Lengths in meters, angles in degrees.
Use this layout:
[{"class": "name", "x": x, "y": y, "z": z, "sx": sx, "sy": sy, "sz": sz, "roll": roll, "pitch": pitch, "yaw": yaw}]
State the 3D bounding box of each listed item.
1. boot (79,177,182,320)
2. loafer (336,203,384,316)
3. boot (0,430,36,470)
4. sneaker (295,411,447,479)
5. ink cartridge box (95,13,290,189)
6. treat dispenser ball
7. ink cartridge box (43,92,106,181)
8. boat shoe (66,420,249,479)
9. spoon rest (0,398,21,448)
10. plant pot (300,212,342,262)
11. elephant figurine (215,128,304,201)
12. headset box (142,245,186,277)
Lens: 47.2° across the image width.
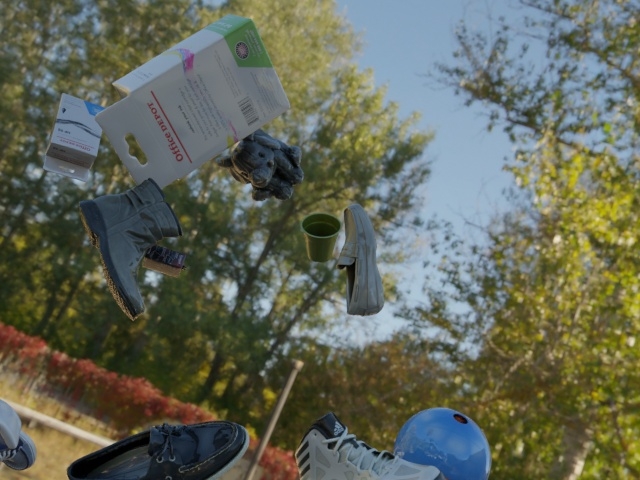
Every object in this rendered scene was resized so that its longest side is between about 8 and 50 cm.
[{"class": "boot", "x": -0.318, "y": 0.006, "z": 1.309, "sx": 0.247, "sy": 0.161, "sz": 0.083, "roll": 64, "pitch": -23, "yaw": 15}, {"class": "loafer", "x": 0.098, "y": 0.052, "z": 2.032, "sx": 0.111, "sy": 0.320, "sz": 0.112, "roll": -4, "pitch": -18, "yaw": -17}, {"class": "boot", "x": -0.538, "y": 0.344, "z": 1.213, "sx": 0.086, "sy": 0.069, "sz": 0.190, "roll": -106, "pitch": 177, "yaw": -53}, {"class": "sneaker", "x": 0.089, "y": 0.556, "z": 1.828, "sx": 0.447, "sy": 0.258, "sz": 0.169, "roll": -24, "pitch": -1, "yaw": 41}, {"class": "ink cartridge box", "x": -0.260, "y": -0.267, "z": 1.444, "sx": 0.119, "sy": 0.353, "sz": 0.207, "roll": 35, "pitch": -24, "yaw": 52}, {"class": "treat dispenser ball", "x": 0.358, "y": 0.642, "z": 2.164, "sx": 0.288, "sy": 0.288, "sz": 0.288, "roll": 23, "pitch": -13, "yaw": 5}, {"class": "ink cartridge box", "x": -0.557, "y": -0.234, "z": 1.664, "sx": 0.104, "sy": 0.180, "sz": 0.060, "roll": 17, "pitch": -34, "yaw": -26}, {"class": "boat shoe", "x": -0.303, "y": 0.392, "z": 1.338, "sx": 0.339, "sy": 0.127, "sz": 0.113, "roll": -17, "pitch": -55, "yaw": 7}, {"class": "spoon rest", "x": -0.534, "y": 0.250, "z": 0.930, "sx": 0.276, "sy": 0.084, "sz": 0.137, "roll": -12, "pitch": 25, "yaw": -11}, {"class": "plant pot", "x": 0.000, "y": 0.000, "z": 1.473, "sx": 0.083, "sy": 0.083, "sz": 0.079, "roll": 19, "pitch": -50, "yaw": 20}, {"class": "elephant figurine", "x": -0.144, "y": -0.182, "z": 1.612, "sx": 0.185, "sy": 0.170, "sz": 0.239, "roll": 2, "pitch": -7, "yaw": 25}, {"class": "headset box", "x": -0.306, "y": 0.041, "z": 1.448, "sx": 0.083, "sy": 0.032, "sz": 0.062, "roll": 20, "pitch": -26, "yaw": -11}]
